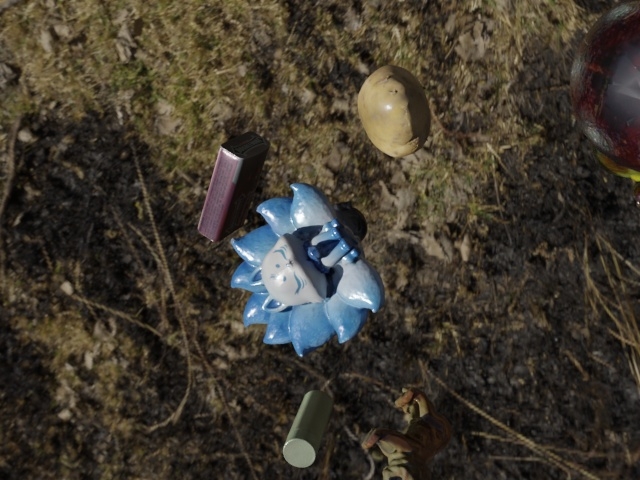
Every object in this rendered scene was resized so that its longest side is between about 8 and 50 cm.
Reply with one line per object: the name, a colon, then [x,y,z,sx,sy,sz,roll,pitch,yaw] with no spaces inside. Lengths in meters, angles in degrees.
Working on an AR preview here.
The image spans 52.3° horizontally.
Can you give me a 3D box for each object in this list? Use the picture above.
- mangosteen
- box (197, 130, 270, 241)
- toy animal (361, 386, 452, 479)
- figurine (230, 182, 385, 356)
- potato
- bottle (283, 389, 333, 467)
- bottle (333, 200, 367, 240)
mangosteen: [0.514,-0.211,0.901,0.330,0.330,0.330,6,120,11]
box: [-0.185,-0.112,1.380,0.069,0.120,0.224,33,125,13]
toy animal: [0.169,0.375,1.184,0.157,0.312,0.097,45,123,11]
figurine: [-0.018,0.027,0.439,0.114,0.079,0.114,1,95,18]
potato: [0.130,-0.229,1.122,0.128,0.235,0.161,-25,71,6]
bottle: [-0.024,0.405,1.417,0.072,0.201,0.072,3,107,10]
bottle: [0.000,0.000,1.098,0.244,0.072,0.082,-28,73,64]
